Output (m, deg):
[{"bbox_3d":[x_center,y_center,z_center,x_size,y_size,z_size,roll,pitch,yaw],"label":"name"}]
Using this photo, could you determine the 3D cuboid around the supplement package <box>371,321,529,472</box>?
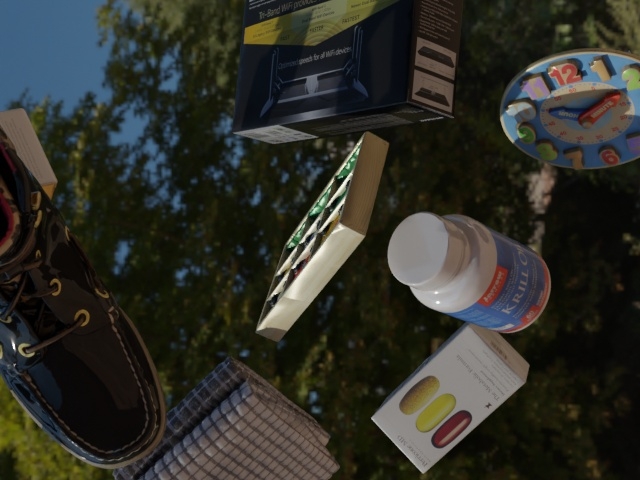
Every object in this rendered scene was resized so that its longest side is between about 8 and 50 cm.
[{"bbox_3d":[0.229,0.265,1.616,0.244,0.139,0.134,-47,-8,15],"label":"supplement package"}]

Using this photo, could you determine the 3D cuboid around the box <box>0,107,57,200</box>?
[{"bbox_3d":[-0.653,-0.072,1.558,0.168,0.345,0.215,61,145,19],"label":"box"}]

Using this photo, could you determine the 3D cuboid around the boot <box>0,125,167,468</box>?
[{"bbox_3d":[-0.269,0.032,0.813,0.378,0.138,0.284,61,169,9],"label":"boot"}]

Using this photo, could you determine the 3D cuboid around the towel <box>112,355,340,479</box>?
[{"bbox_3d":[-0.126,0.313,1.319,0.121,0.235,0.284,45,178,42],"label":"towel"}]

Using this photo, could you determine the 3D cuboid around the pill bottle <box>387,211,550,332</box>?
[{"bbox_3d":[0.186,0.038,1.162,0.221,0.124,0.124,20,-113,-45],"label":"pill bottle"}]

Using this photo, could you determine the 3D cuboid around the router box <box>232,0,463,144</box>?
[{"bbox_3d":[0.026,-0.252,1.091,0.081,0.308,0.243,10,-97,-41],"label":"router box"}]

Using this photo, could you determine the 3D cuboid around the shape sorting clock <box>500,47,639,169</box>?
[{"bbox_3d":[0.320,-0.151,1.106,0.206,0.206,0.040,78,-158,-50],"label":"shape sorting clock"}]

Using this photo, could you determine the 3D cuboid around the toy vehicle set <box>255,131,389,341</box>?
[{"bbox_3d":[0.000,0.000,1.204,0.267,0.035,0.166,-53,15,46],"label":"toy vehicle set"}]
